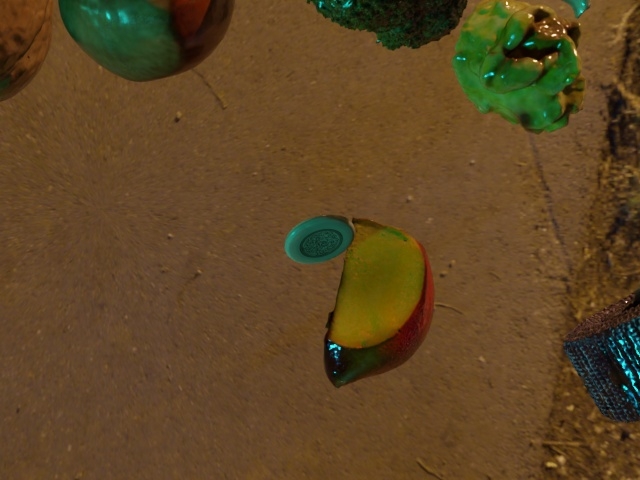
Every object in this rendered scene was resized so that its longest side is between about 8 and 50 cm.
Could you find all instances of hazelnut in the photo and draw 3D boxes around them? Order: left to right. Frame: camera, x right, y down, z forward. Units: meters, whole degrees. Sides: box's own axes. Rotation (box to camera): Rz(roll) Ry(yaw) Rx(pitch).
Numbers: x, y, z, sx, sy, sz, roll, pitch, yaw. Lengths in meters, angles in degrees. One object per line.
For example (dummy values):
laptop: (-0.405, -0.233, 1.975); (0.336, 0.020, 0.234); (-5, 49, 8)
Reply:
hazelnut: (-0.204, -0.285, 0.965); (0.214, 0.214, 0.176); (-5, 121, -15)

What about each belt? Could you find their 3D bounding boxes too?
belt: (0.371, 0.076, 0.777); (0.260, 0.325, 0.122); (-29, 79, 7)

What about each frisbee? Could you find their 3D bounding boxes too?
frisbee: (0.000, 0.000, 1.195); (0.110, 0.110, 0.014); (-6, 53, -15)

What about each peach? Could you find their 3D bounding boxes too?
peach: (0.099, 0.115, 1.257); (0.153, 0.159, 0.268); (4, 60, 17)

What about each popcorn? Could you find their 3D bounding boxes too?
popcorn: (0.341, -0.298, 1.366); (0.195, 0.255, 0.256); (-37, 93, -3)

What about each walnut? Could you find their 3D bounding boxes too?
walnut: (-0.462, -0.305, 1.065); (0.224, 0.225, 0.261); (24, 71, -15)

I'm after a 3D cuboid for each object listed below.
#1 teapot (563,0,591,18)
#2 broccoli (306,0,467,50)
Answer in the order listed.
teapot: (0.289, -0.450, 1.043); (0.149, 0.318, 0.220); (4, 128, -10)
broccoli: (0.068, -0.369, 0.860); (0.303, 0.283, 0.321); (33, 84, -51)
